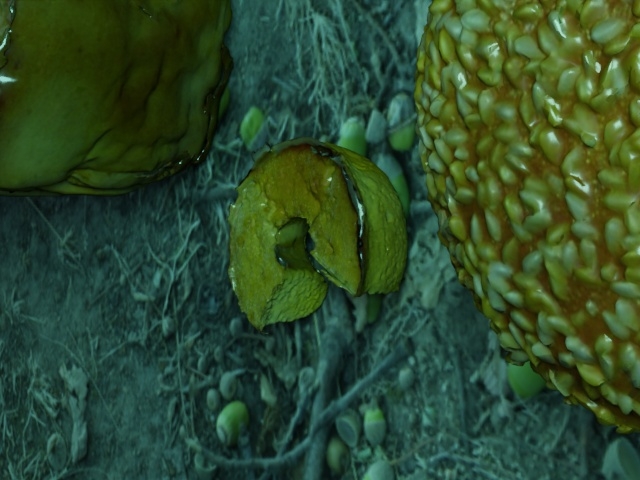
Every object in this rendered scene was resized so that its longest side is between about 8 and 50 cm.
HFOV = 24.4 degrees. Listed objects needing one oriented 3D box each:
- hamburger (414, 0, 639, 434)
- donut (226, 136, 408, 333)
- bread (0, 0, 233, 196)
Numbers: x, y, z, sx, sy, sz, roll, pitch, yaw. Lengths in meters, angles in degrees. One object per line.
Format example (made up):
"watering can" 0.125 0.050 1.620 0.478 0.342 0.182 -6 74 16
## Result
"hamburger" 0.210 -0.065 0.754 0.330 0.250 0.330 18 117 39
"donut" -0.003 -0.011 1.160 0.181 0.078 0.146 -25 71 52
"bread" -0.215 -0.148 1.204 0.167 0.324 0.277 33 115 46
